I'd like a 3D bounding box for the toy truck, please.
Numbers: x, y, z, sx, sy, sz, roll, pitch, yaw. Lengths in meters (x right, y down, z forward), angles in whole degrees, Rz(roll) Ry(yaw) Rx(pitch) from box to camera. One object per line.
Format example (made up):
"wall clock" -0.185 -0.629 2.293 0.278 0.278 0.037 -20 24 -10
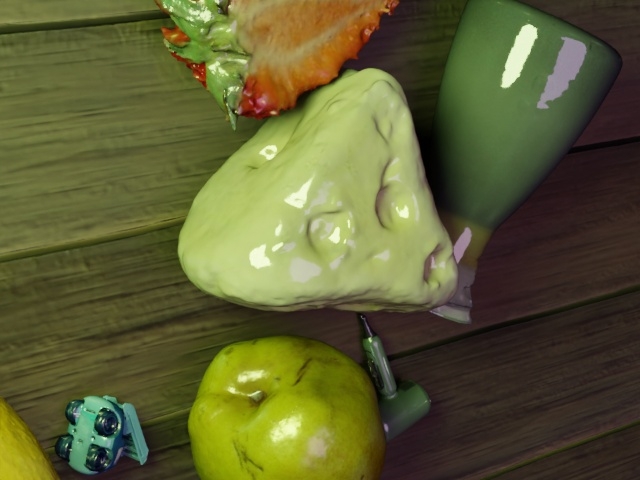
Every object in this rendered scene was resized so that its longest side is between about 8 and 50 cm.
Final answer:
"toy truck" -0.198 0.185 1.383 0.090 0.056 0.073 18 88 -54

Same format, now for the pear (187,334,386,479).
"pear" -0.030 0.188 1.433 0.200 0.200 0.200 -15 115 -35

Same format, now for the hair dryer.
"hair dryer" 0.066 0.142 1.599 0.071 0.047 0.150 -32 113 -29

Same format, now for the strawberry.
"strawberry" -0.041 -0.220 1.335 0.228 0.098 0.174 -38 127 -27

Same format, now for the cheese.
"cheese" 0.001 0.001 1.377 0.248 0.173 0.251 -36 114 -21

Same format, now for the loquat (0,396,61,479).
"loquat" -0.329 0.230 1.164 0.275 0.275 0.275 -15 115 -35

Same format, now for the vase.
"vase" 0.171 -0.081 1.520 0.173 0.173 0.321 19 97 -42
